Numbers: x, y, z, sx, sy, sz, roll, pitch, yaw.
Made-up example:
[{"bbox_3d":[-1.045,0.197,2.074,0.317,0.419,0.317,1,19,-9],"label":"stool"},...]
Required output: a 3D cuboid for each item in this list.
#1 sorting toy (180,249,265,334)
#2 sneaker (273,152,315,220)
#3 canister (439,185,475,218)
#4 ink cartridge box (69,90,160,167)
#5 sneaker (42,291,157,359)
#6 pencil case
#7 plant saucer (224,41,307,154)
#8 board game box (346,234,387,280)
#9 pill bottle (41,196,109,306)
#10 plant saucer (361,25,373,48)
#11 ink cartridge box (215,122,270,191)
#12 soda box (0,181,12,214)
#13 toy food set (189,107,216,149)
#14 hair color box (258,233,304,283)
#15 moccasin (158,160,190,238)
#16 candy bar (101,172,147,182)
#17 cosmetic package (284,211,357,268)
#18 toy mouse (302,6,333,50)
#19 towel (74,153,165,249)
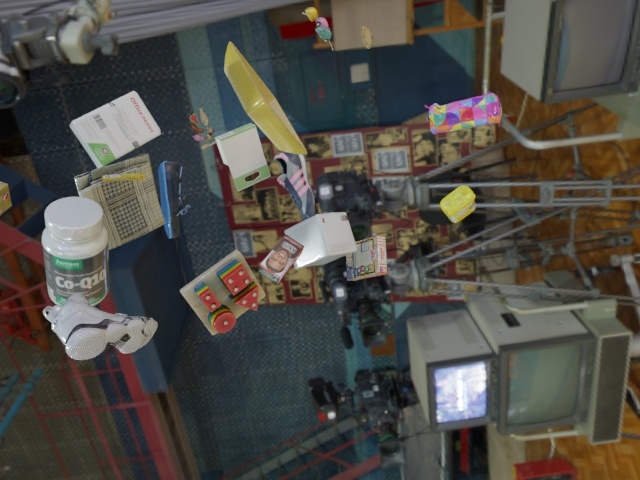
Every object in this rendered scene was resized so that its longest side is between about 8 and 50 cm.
[{"bbox_3d":[-0.342,0.211,1.985,0.089,0.257,0.255,35,157,47],"label":"sorting toy"},{"bbox_3d":[-0.111,-0.216,2.187,0.112,0.131,0.318,135,124,-62],"label":"sneaker"},{"bbox_3d":[0.526,-0.134,2.019,0.073,0.126,0.170,56,-169,20],"label":"canister"},{"bbox_3d":[-0.651,-0.354,1.700,0.093,0.219,0.160,2,124,59],"label":"ink cartridge box"},{"bbox_3d":[-0.712,0.265,1.740,0.137,0.210,0.366,-59,-22,12],"label":"sneaker"},{"bbox_3d":[0.458,-0.407,1.710,0.104,0.237,0.104,-5,-90,-69],"label":"pencil case"},{"bbox_3d":[-0.202,-0.462,1.816,0.332,0.081,0.333,61,-171,32],"label":"plant saucer"},{"bbox_3d":[0.173,0.071,2.052,0.194,0.045,0.146,-17,70,53],"label":"board game box"},{"bbox_3d":[-0.826,0.044,1.804,0.204,0.204,0.361,-98,19,-49],"label":"pill bottle"},{"bbox_3d":[0.176,-0.757,1.979,0.083,0.015,0.083,160,90,-78],"label":"plant saucer"},{"bbox_3d":[-0.319,-0.346,2.214,0.056,0.171,0.235,31,142,51],"label":"ink cartridge box"},{"bbox_3d":[-0.738,-0.106,1.094,0.058,0.181,0.061,-68,-4,-49],"label":"soda box"},{"bbox_3d":[-0.389,-0.365,1.742,0.019,0.078,0.122,8,126,63],"label":"toy food set"},{"bbox_3d":[-0.114,0.053,1.561,0.141,0.072,0.043,-53,-7,-39],"label":"hair color box"},{"bbox_3d":[-0.634,-0.180,2.346,0.138,0.117,0.341,8,101,58],"label":"moccasin"},{"bbox_3d":[-0.716,-0.231,1.943,0.040,0.162,0.018,41,128,39],"label":"candy bar"},{"bbox_3d":[0.000,0.000,1.888,0.184,0.151,0.151,-24,79,44],"label":"cosmetic package"},{"bbox_3d":[0.007,-0.641,1.604,0.143,0.031,0.161,51,-159,-20],"label":"toy mouse"},{"bbox_3d":[-0.757,-0.146,2.050,0.056,0.312,0.324,18,126,39],"label":"towel"}]
